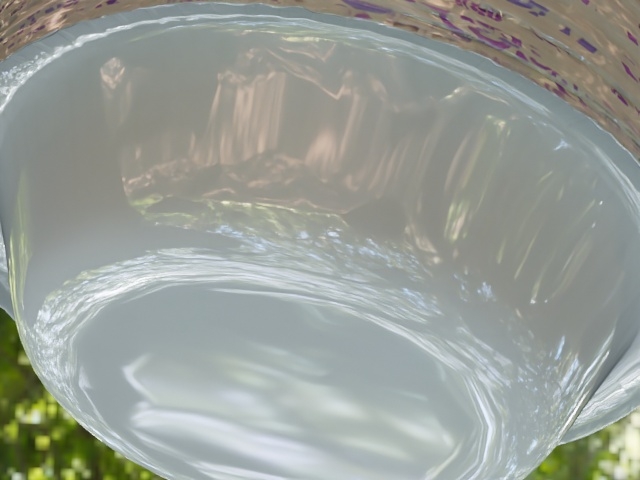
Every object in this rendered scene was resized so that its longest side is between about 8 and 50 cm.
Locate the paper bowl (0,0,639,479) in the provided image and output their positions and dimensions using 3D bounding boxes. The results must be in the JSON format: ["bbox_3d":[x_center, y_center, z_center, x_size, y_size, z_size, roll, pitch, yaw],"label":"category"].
[{"bbox_3d":[0.000,0.000,0.626,0.284,0.148,0.284,10,144,7],"label":"paper bowl"}]
